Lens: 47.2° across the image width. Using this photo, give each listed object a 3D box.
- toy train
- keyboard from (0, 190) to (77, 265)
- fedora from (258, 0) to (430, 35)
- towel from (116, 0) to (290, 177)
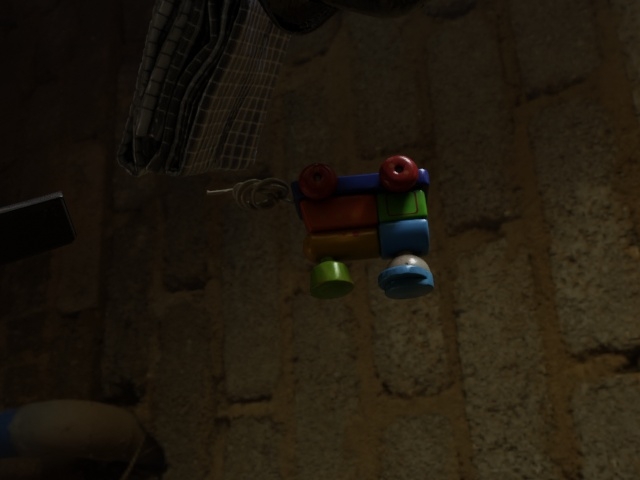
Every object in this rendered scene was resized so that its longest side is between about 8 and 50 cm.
[{"bbox_3d":[0.000,0.000,0.800,0.105,0.248,0.143,81,4,-64],"label":"toy train"},{"bbox_3d":[-0.571,-0.020,1.178,0.201,0.317,0.033,92,-27,-49],"label":"keyboard"},{"bbox_3d":[0.078,-0.346,0.756,0.334,0.152,0.334,-49,160,-25],"label":"fedora"},{"bbox_3d":[-0.132,-0.212,0.924,0.235,0.121,0.284,-46,157,-74],"label":"towel"}]
